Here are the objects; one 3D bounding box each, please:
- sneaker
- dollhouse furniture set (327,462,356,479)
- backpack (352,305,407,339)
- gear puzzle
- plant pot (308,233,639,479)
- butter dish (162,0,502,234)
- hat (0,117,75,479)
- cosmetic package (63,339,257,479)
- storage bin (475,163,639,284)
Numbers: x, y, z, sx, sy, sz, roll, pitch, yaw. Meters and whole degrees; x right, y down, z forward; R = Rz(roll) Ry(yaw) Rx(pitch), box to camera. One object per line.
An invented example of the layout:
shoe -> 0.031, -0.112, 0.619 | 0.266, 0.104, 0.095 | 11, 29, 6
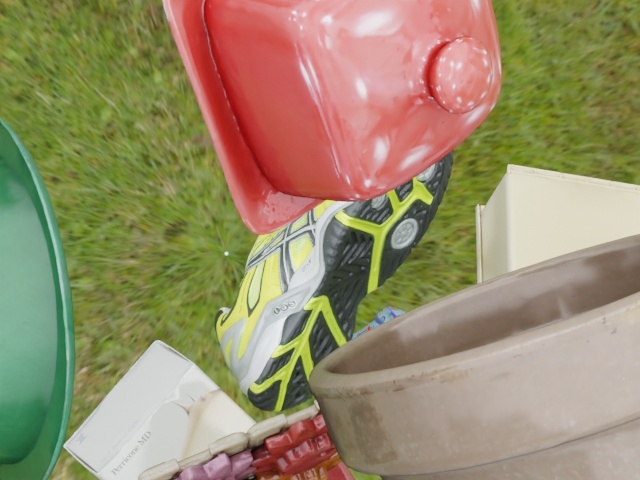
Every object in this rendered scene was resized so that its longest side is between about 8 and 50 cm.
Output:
sneaker -> 0.000, 0.000, 1.574 | 0.147, 0.145, 0.385 | 42, 102, 38
dollhouse furniture set -> -0.121, 0.345, 1.202 | 0.374, 0.201, 0.152 | -26, 111, 25
backpack -> 0.132, 0.142, 1.760 | 0.173, 0.158, 0.117 | 36, 95, 41
gear puzzle -> 0.026, 0.149, 1.050 | 0.338, 0.175, 0.044 | -21, 69, -16
plant pot -> 0.151, 0.135, 0.784 | 0.263, 0.263, 0.229 | -19, 92, -4
butter dish -> 0.030, -0.087, 0.664 | 0.160, 0.118, 0.160 | -37, 129, -25
hat -> -0.224, 0.048, 0.590 | 0.183, 0.208, 0.173 | -7, 47, -34
cosmetic package -> -0.113, 0.274, 1.574 | 0.160, 0.113, 0.309 | -50, 119, -11
storage bin -> 0.348, 0.055, 1.878 | 0.260, 0.123, 0.262 | 9, 57, -9
